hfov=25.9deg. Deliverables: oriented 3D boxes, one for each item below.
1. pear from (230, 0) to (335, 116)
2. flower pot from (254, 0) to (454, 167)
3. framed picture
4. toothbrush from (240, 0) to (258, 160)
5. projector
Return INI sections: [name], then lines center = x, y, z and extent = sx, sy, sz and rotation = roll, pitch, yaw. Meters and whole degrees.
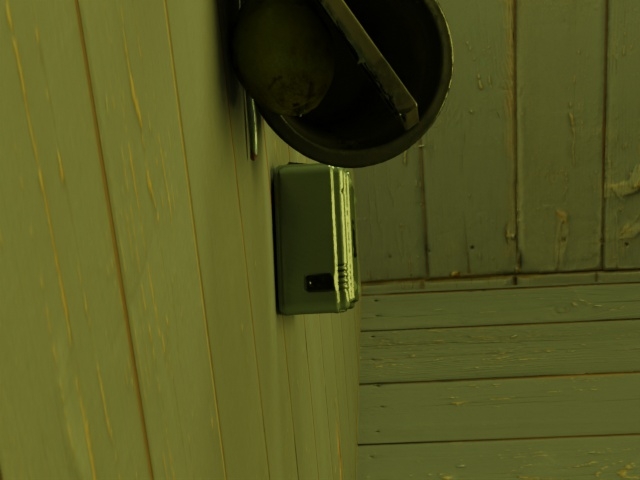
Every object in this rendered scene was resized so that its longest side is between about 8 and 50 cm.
[pear]
center = -0.037, -0.181, 1.364
extent = 0.107, 0.107, 0.131
rotation = 69, 10, -78
[flower pot]
center = 0.014, -0.200, 1.567
extent = 0.148, 0.235, 0.235
rotation = -169, -105, -73
[framed picture]
center = -0.001, -0.243, 1.356
extent = 0.315, 0.024, 0.232
rotation = 56, 4, 1
[toothbrush]
center = -0.073, -0.180, 1.457
extent = 0.013, 0.019, 0.193
rotation = -58, 147, -84
[projector]
center = 0.000, 0.000, 1.806
extent = 0.256, 0.099, 0.192
rotation = 38, 48, -85
